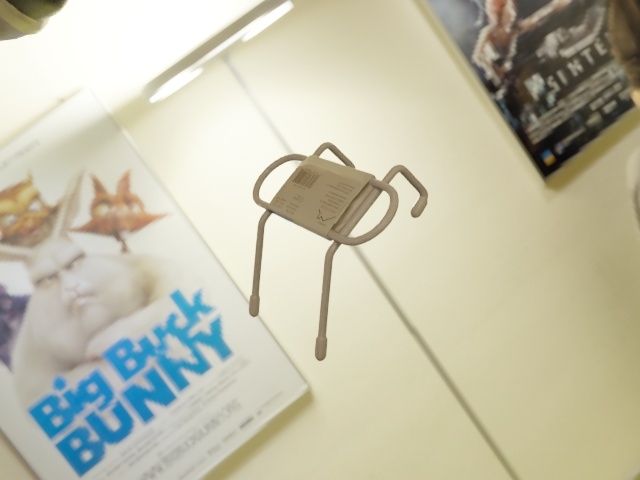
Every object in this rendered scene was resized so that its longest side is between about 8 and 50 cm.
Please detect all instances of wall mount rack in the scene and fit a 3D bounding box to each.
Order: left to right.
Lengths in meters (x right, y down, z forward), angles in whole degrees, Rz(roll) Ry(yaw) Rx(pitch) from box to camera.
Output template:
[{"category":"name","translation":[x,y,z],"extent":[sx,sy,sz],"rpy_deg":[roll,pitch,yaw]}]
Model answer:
[{"category":"wall mount rack","translation":[0.000,0.000,1.556],"extent":[0.304,0.130,0.350],"rpy_deg":[-52,35,-9]}]

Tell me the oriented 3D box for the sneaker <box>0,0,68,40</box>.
[{"category":"sneaker","translation":[-0.092,-0.239,0.289],"extent":[0.148,0.350,0.131],"rpy_deg":[-9,18,1]}]
